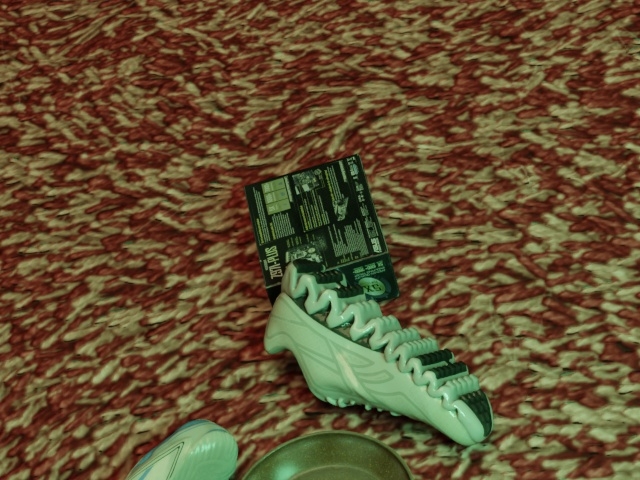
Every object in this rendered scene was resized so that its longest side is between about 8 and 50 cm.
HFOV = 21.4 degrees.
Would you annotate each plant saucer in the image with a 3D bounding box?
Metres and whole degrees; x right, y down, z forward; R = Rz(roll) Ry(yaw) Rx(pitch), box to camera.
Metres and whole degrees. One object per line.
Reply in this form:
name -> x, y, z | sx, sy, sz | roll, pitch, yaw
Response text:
plant saucer -> 0.004, 0.284, 1.740 | 0.199, 0.036, 0.198 | -9, 44, 9

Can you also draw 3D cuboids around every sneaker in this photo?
sneaker -> -0.186, 0.282, 1.780 | 0.237, 0.085, 0.086 | -42, 23, -19
sneaker -> 0.060, 0.140, 1.830 | 0.292, 0.110, 0.118 | 36, 104, 26

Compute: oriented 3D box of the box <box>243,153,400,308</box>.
box -> 0.000, 0.000, 1.990 | 0.147, 0.077, 0.180 | -16, 44, 1
